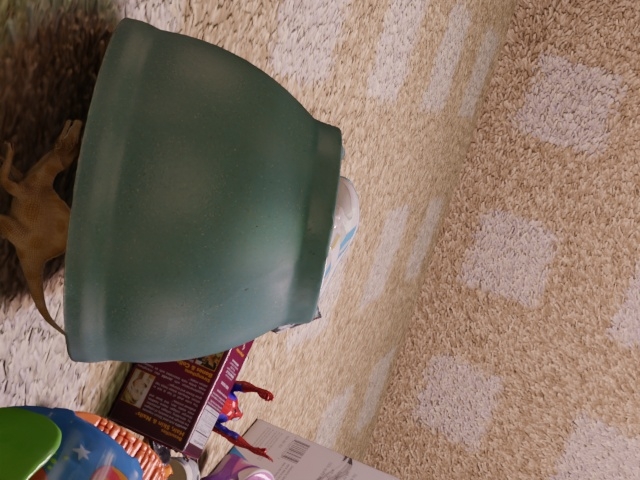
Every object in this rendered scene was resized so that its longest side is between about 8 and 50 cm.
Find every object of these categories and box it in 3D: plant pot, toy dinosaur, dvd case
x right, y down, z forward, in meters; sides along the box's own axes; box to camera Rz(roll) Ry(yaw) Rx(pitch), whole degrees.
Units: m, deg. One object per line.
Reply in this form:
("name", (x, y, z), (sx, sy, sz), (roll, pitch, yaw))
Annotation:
("plant pot", (-0.089, -0.027, 0.816), (0.293, 0.196, 0.293), (-171, -90, -85))
("toy dinosaur", (-0.228, -0.009, 0.729), (0.053, 0.093, 0.183), (-38, 145, -63))
("dvd case", (-0.049, 0.129, 1.582), (0.119, 0.087, 0.013), (49, 20, -72))

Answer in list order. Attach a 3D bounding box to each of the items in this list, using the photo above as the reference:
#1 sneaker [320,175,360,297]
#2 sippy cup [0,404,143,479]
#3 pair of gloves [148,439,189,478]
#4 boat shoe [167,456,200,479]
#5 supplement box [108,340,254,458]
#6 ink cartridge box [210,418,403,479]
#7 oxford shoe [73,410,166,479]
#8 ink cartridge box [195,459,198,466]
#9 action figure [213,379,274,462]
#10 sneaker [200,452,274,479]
("sneaker", (0.000, 0.000, 1.558), (0.092, 0.087, 0.228), (35, 75, -76))
("sippy cup", (-0.257, 0.265, 0.777), (0.305, 0.240, 0.224), (-29, -156, 33))
("pair of gloves", (-0.203, 0.275, 1.281), (0.083, 0.010, 0.074), (-28, 101, -65))
("boat shoe", (-0.219, 0.414, 1.334), (0.081, 0.079, 0.227), (23, 84, -71))
("supplement box", (-0.162, 0.157, 1.155), (0.081, 0.104, 0.188), (68, 45, -69))
("ink cartridge box", (-0.027, 0.464, 1.632), (0.223, 0.308, 0.129), (-41, 147, -61))
("oxford shoe", (-0.241, 0.307, 1.071), (0.130, 0.133, 0.363), (-53, 140, -31))
("ink cartridge box", (-0.199, 0.383, 1.436), (0.115, 0.029, 0.062), (-103, -164, -50))
("action figure", (-0.124, 0.238, 1.348), (0.280, 0.139, 0.091), (70, 43, -71))
("sneaker", (-0.176, 0.432, 1.494), (0.236, 0.104, 0.095), (-50, 132, -2))
